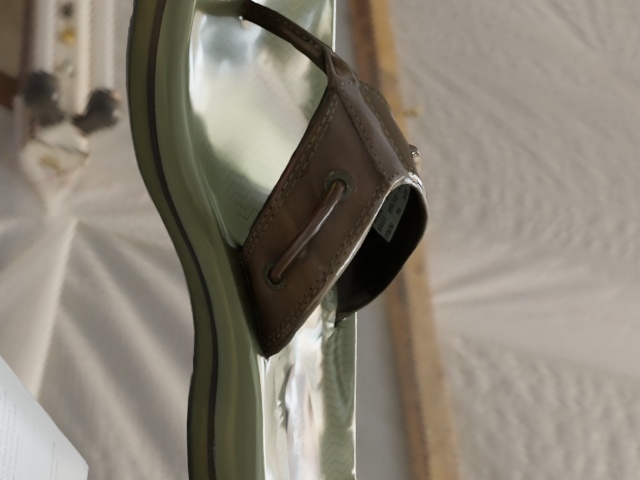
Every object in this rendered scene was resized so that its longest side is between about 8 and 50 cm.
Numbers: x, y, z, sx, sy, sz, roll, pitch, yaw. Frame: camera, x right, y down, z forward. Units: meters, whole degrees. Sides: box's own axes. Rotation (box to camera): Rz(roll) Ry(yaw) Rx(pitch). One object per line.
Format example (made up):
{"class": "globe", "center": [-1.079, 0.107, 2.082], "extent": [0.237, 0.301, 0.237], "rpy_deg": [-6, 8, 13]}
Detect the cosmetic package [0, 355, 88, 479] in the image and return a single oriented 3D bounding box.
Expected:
{"class": "cosmetic package", "center": [-0.258, 0.080, 0.691], "extent": [0.197, 0.365, 0.155], "rpy_deg": [-8, -130, 13]}

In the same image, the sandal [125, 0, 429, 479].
{"class": "sandal", "center": [0.001, 0.001, 0.627], "extent": [0.086, 0.303, 0.120], "rpy_deg": [2, -162, 30]}
